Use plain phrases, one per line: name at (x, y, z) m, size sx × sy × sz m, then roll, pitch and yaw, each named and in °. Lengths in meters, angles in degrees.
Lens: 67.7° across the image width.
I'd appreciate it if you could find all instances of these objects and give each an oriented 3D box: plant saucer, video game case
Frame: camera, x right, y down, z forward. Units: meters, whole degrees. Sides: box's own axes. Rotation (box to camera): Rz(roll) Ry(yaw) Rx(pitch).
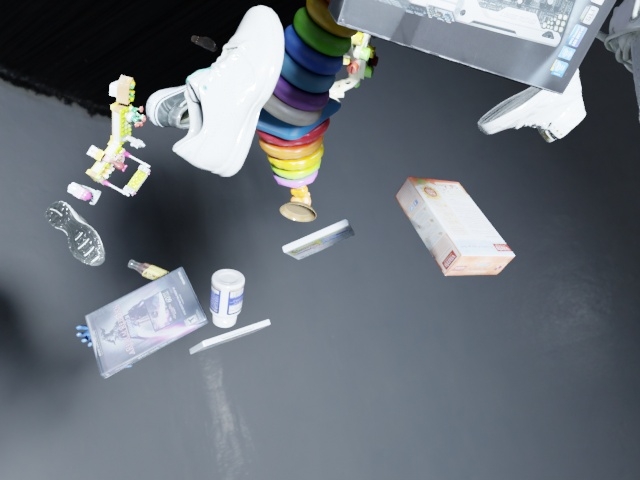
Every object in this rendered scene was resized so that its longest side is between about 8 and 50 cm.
plant saucer at (-0.049, -0.068, 1.071) m, size 0.083 × 0.084 × 0.015 m, roll 42°, pitch 51°, yaw -50°
video game case at (0.000, 0.000, 1.506) m, size 0.193 × 0.213 × 0.023 m, roll 41°, pitch 26°, yaw -77°
video game case at (-0.445, 0.200, 1.215) m, size 0.196 × 0.274 × 0.026 m, roll 52°, pitch -16°, yaw 37°
video game case at (-0.156, 0.165, 0.820) m, size 0.122 × 0.087 × 0.011 m, roll -14°, pitch 78°, yaw -33°

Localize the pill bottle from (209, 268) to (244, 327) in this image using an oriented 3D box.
pill bottle at (-0.325, 0.203, 1.647) m, size 0.112 × 0.112 × 0.186 m, roll -70°, pitch 173°, yaw -61°

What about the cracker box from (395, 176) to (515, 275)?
cracker box at (0.280, -0.032, 1.014) m, size 0.156 × 0.067 × 0.232 m, roll 2°, pitch 45°, yaw -31°

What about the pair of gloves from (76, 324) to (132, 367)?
pair of gloves at (-0.665, 0.329, 1.479) m, size 0.198 × 0.023 × 0.159 m, roll 45°, pitch 1°, yaw -1°

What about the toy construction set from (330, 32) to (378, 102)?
toy construction set at (0.074, -0.479, 1.256) m, size 0.151 × 0.327 × 0.214 m, roll 26°, pitch 63°, yaw -3°

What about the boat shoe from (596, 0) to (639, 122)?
boat shoe at (0.399, -0.254, 0.559) m, size 0.136 × 0.156 × 0.366 m, roll 18°, pitch 82°, yaw -23°

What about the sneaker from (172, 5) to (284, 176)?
sneaker at (-0.112, -0.187, 0.564) m, size 0.094 × 0.080 × 0.212 m, roll 17°, pitch 90°, yaw -43°

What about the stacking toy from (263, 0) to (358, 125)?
stacking toy at (0.011, -0.357, 0.798) m, size 0.141 × 0.330 × 0.141 m, roll 21°, pitch 42°, yaw -21°

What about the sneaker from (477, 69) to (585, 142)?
sneaker at (0.586, -0.325, 1.299) m, size 0.169 × 0.293 × 0.108 m, roll 60°, pitch 4°, yaw -25°

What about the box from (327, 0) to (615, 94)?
box at (0.168, -0.307, 0.395) m, size 0.243 × 0.307 × 0.076 m, roll 11°, pitch 33°, yaw -15°

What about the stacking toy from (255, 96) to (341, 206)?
stacking toy at (-0.056, -0.183, 1.088) m, size 0.175 × 0.166 × 0.301 m, roll -44°, pitch 146°, yaw -32°

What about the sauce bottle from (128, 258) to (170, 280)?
sauce bottle at (-0.484, 0.089, 1.357) m, size 0.042 × 0.128 × 0.042 m, roll 21°, pitch 90°, yaw -84°

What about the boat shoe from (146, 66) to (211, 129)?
boat shoe at (-0.282, -0.353, 1.224) m, size 0.335 × 0.119 × 0.121 m, roll -45°, pitch 156°, yaw -41°

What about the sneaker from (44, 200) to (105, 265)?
sneaker at (-0.791, -0.023, 1.582) m, size 0.271 × 0.100 × 0.108 m, roll 46°, pitch -3°, yaw 17°

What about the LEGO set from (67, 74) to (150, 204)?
LEGO set at (-0.430, -0.204, 1.049) m, size 0.107 × 0.286 × 0.132 m, roll 29°, pitch 8°, yaw 5°

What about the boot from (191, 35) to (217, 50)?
boot at (-0.409, -0.724, 1.775) m, size 0.107 × 0.037 × 0.114 m, roll 27°, pitch 10°, yaw 16°
